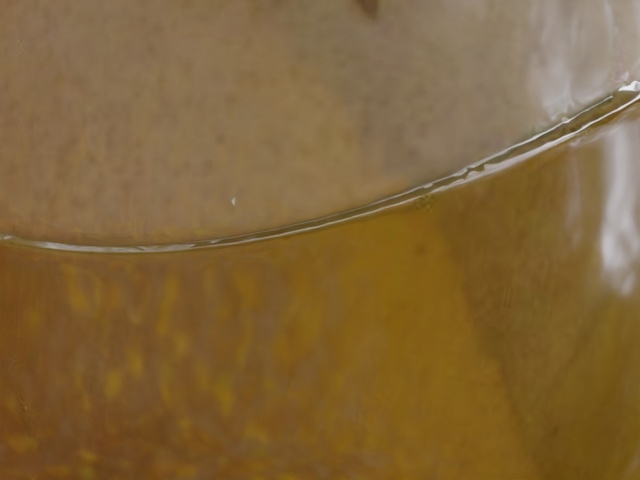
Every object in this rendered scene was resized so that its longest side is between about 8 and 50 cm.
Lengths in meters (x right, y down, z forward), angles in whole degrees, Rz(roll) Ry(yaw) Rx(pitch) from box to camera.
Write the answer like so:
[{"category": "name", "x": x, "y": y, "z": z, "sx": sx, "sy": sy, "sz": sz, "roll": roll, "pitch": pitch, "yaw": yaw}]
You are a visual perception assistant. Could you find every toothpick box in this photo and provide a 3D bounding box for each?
[{"category": "toothpick box", "x": 0.000, "y": 0.000, "z": 0.789, "sx": 0.408, "sy": 0.426, "sz": 0.409, "roll": 6, "pitch": -9, "yaw": 1}]
